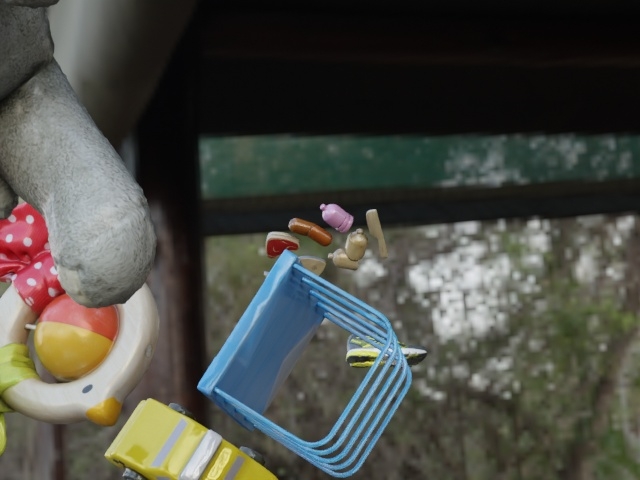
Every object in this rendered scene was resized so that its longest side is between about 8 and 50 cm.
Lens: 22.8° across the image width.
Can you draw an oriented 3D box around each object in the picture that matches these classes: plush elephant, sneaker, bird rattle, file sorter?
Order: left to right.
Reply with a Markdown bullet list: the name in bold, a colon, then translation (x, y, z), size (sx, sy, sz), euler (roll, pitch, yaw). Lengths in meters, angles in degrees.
- **plush elephant**: translation (-0.277, -0.102, 0.827), size (0.255, 0.330, 0.272), euler (-29, -34, -19)
- **bird rattle**: translation (-0.241, 0.080, 1.447), size (0.207, 0.253, 0.143), euler (10, -33, 20)
- **file sorter**: translation (-0.003, 0.101, 1.197), size (0.104, 0.118, 0.170), euler (29, -10, 16)
- **sneaker**: translation (0.066, 0.105, 1.578), size (0.083, 0.035, 0.031), euler (2, -34, -13)

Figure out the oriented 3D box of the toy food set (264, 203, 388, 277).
- **toy food set**: translation (0.000, 0.000, 1.524), size (0.122, 0.078, 0.019), euler (-10, 32, 9)

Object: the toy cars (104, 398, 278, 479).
- **toy cars**: translation (-0.101, 0.338, 1.692), size (0.176, 0.394, 0.087), euler (-14, -18, -16)
